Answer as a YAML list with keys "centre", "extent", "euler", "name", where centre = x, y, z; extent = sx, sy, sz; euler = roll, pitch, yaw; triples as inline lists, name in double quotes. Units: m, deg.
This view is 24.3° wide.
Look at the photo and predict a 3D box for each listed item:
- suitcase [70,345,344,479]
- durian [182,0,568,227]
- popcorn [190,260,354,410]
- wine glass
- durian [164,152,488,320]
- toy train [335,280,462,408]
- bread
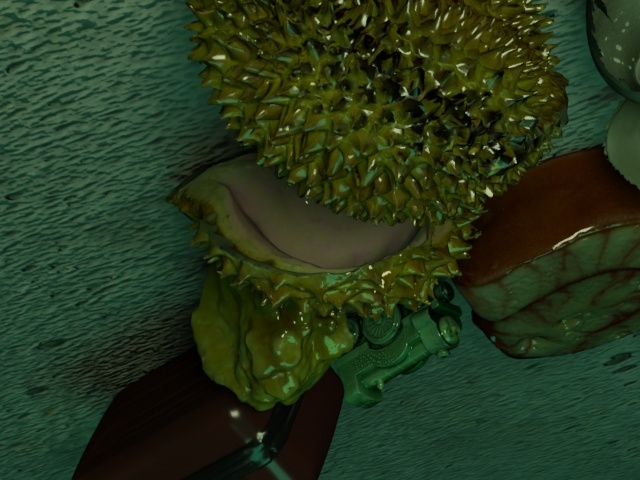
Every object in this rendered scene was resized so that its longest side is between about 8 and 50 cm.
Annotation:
- centre: [-0.129, 0.231, 1.707]
  extent: [0.297, 0.236, 0.161]
  euler: [-30, 110, 28]
  name: "suitcase"
- centre: [0.042, -0.131, 1.129]
  extent: [0.293, 0.258, 0.258]
  euler: [18, 139, -38]
  name: "durian"
- centre: [-0.041, 0.079, 1.529]
  extent: [0.156, 0.197, 0.197]
  euler: [9, 145, -25]
  name: "popcorn"
- centre: [0.307, -0.160, 1.313]
  extent: [0.143, 0.143, 0.321]
  euler: [-19, 150, 8]
  name: "wine glass"
- centre: [0.012, 0.003, 1.352]
  extent: [0.305, 0.195, 0.185]
  euler: [1, 107, -7]
  name: "durian"
- centre: [0.091, 0.116, 1.754]
  extent: [0.178, 0.104, 0.071]
  euler: [-33, 143, 30]
  name: "toy train"
- centre: [0.301, 0.021, 1.669]
  extent: [0.295, 0.114, 0.327]
  euler: [-20, 152, 8]
  name: "bread"
